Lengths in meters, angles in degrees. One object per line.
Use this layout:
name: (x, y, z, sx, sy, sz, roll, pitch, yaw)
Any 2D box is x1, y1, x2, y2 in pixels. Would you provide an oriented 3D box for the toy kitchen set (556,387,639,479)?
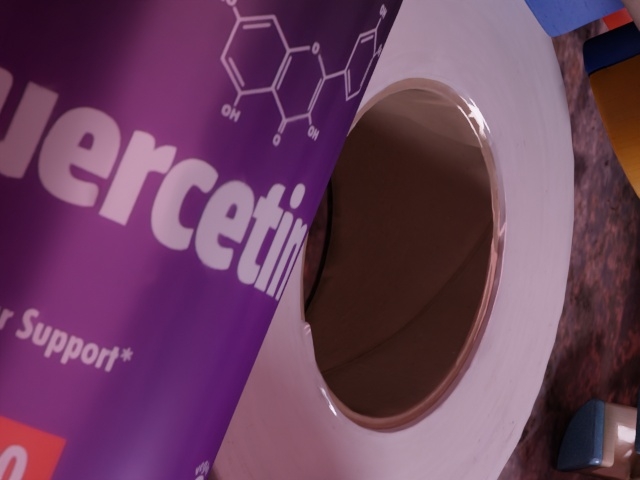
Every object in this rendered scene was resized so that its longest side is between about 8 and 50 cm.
toy kitchen set: (0.177, 0.182, 0.907, 0.122, 0.166, 0.207, 14, 69, -21)

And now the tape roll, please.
tape roll: (0.000, 0.000, 0.691, 0.286, 0.100, 0.286, -16, 110, -51)

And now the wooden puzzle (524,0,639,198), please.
wooden puzzle: (0.133, -0.156, 0.755, 0.322, 0.080, 0.348, 45, 26, -48)

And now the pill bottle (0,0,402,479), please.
pill bottle: (-0.081, -0.050, 0.474, 0.181, 0.181, 0.323, 27, 83, -52)
